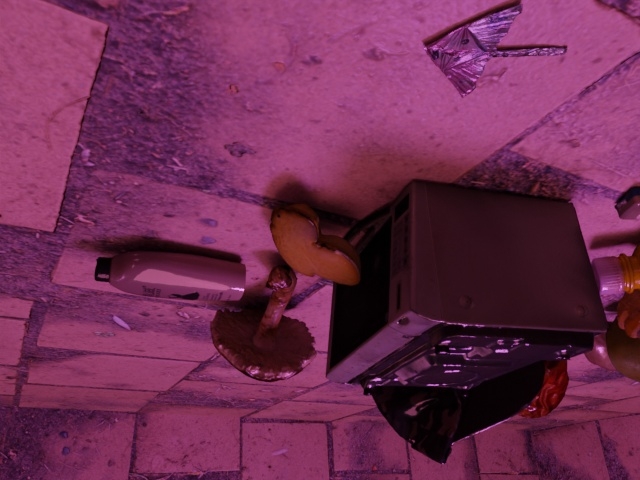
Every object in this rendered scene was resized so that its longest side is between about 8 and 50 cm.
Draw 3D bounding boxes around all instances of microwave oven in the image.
[{"bbox_3d":[0.203,0.115,0.937,0.333,0.247,0.394,7,153,-15],"label":"microwave oven"}]

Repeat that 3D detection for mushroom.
[{"bbox_3d":[-0.076,0.170,1.143,0.302,0.208,0.233,-36,180,34],"label":"mushroom"}]

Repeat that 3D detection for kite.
[{"bbox_3d":[0.179,-0.193,0.577,0.153,0.005,0.137,3,156,-10],"label":"kite"}]

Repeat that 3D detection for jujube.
[{"bbox_3d":[0.607,0.380,1.589,0.217,0.216,0.342,-6,142,8],"label":"jujube"}]

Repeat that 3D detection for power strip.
[{"bbox_3d":[0.525,-0.055,0.852,0.123,0.032,0.056,0,153,-3],"label":"power strip"}]

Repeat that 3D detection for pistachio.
[{"bbox_3d":[0.772,0.286,1.491,0.186,0.108,0.126,27,119,-33],"label":"pistachio"}]

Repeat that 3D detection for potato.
[{"bbox_3d":[0.809,0.224,1.240,0.305,0.215,0.216,-13,153,36],"label":"potato"}]

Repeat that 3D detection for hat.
[{"bbox_3d":[0.307,0.303,1.318,0.382,0.366,0.257,-20,170,-5],"label":"hat"}]

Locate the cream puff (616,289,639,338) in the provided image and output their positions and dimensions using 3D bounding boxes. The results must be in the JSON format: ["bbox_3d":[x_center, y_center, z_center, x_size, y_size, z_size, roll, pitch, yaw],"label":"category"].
[{"bbox_3d":[0.689,0.124,1.119,0.189,0.129,0.189,-8,141,-7],"label":"cream puff"}]

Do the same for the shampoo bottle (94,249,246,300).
[{"bbox_3d":[-0.266,0.062,0.986,0.257,0.078,0.127,8,153,-17],"label":"shampoo bottle"}]

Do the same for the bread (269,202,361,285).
[{"bbox_3d":[0.000,0.000,0.848,0.150,0.065,0.187,21,151,25],"label":"bread"}]

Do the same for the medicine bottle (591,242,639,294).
[{"bbox_3d":[0.598,0.049,0.971,0.213,0.121,0.122,-9,153,14],"label":"medicine bottle"}]
